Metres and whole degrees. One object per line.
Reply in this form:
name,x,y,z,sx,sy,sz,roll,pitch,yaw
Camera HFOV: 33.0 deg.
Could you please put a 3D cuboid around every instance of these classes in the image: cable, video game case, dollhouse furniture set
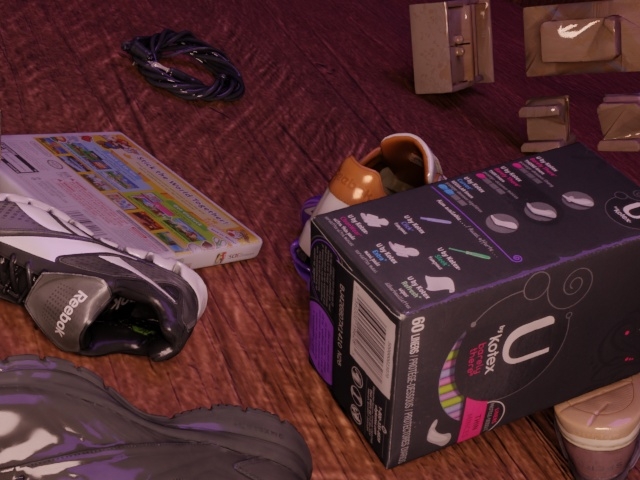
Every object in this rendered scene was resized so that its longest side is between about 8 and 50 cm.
cable,-0.169,-0.235,1.458,0.150,0.047,0.184,36,25,25
video game case,-0.199,-0.039,1.033,0.227,0.026,0.206,36,26,28
dollhouse furniture set,0.387,-0.351,1.882,0.394,0.362,0.256,1,14,26

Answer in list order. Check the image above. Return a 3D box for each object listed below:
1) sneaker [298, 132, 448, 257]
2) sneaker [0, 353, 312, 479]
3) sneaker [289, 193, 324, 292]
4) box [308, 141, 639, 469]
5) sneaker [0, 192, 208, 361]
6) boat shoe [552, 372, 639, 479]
sneaker,0.105,-0.039,1.049,0.106,0.123,0.290,34,23,28
sneaker,-0.118,0.149,0.610,0.286,0.109,0.130,11,30,-25
sneaker,0.000,0.000,1.092,0.071,0.068,0.170,10,27,-17
box,0.139,0.047,0.891,0.270,0.165,0.143,-17,40,-23
sneaker,-0.196,0.031,0.815,0.234,0.078,0.106,21,21,-14
boat shoe,0.264,0.135,1.022,0.102,0.092,0.285,5,22,13
